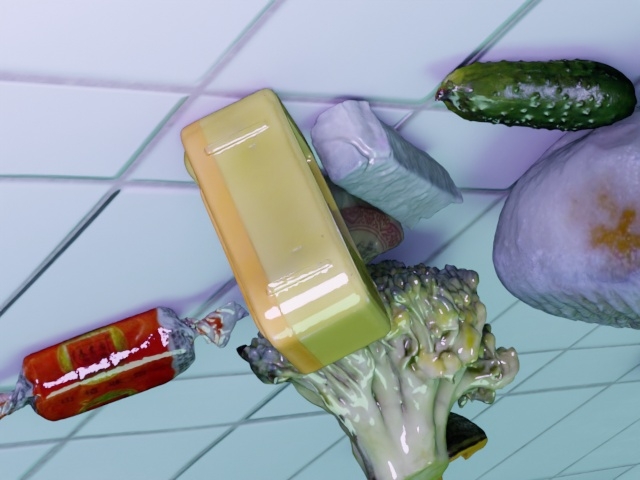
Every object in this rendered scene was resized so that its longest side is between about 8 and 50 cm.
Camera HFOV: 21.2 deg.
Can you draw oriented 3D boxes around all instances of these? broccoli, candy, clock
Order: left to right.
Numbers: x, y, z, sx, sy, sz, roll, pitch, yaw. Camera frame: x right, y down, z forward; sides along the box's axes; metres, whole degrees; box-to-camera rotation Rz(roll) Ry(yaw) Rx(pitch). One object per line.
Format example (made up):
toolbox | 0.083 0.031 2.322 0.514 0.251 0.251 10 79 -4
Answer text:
candy | -0.207 0.120 1.653 0.292 0.059 0.086 -20 154 -10
clock | -0.028 -0.005 1.363 0.096 0.202 0.143 -26 158 2
broccoli | 0.070 0.139 1.718 0.288 0.246 0.248 -18 164 -19

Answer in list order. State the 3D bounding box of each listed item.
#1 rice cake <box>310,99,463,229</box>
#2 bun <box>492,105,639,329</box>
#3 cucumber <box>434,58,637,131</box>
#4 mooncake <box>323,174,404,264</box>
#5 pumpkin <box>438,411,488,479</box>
rice cake | 0.056 -0.065 1.494 0.063 0.069 0.206 -33 158 14
bun | 0.346 -0.018 1.650 0.361 0.211 0.362 1 172 0
cucumber | 0.188 -0.128 1.489 0.227 0.069 0.069 -1 149 -35
mooncake | 0.000 0.000 1.575 0.130 0.073 0.125 -37 152 25
pumpkin | 0.134 0.286 2.293 0.119 0.108 0.183 -9 146 -48
